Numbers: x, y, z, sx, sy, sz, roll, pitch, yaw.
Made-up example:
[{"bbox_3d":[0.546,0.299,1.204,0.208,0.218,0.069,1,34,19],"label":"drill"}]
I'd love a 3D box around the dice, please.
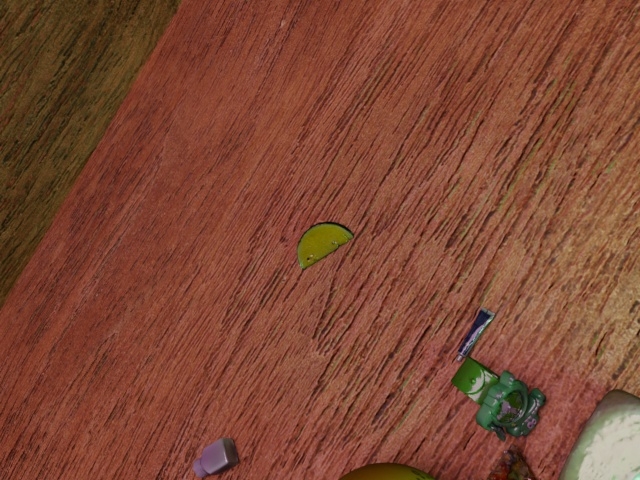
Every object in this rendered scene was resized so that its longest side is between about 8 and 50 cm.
[{"bbox_3d":[0.555,0.412,0.912,0.252,0.250,0.254,29,88,38],"label":"dice"}]

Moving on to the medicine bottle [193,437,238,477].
[{"bbox_3d":[-0.289,0.601,1.510,0.118,0.055,0.074,-36,56,15],"label":"medicine bottle"}]

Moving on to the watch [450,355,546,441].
[{"bbox_3d":[0.361,0.327,1.163,0.131,0.165,0.152,-59,28,1],"label":"watch"}]

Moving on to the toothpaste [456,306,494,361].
[{"bbox_3d":[0.352,0.220,1.270,0.037,0.021,0.139,31,87,39],"label":"toothpaste"}]

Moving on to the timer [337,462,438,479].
[{"bbox_3d":[0.161,0.625,1.027,0.387,0.376,0.376,31,89,42],"label":"timer"}]

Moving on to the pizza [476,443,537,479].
[{"bbox_3d":[0.366,0.498,1.042,0.053,0.193,0.200,-40,56,44],"label":"pizza"}]

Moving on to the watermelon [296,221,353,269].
[{"bbox_3d":[-0.006,-0.006,1.564,0.182,0.075,0.091,-31,60,17],"label":"watermelon"}]
